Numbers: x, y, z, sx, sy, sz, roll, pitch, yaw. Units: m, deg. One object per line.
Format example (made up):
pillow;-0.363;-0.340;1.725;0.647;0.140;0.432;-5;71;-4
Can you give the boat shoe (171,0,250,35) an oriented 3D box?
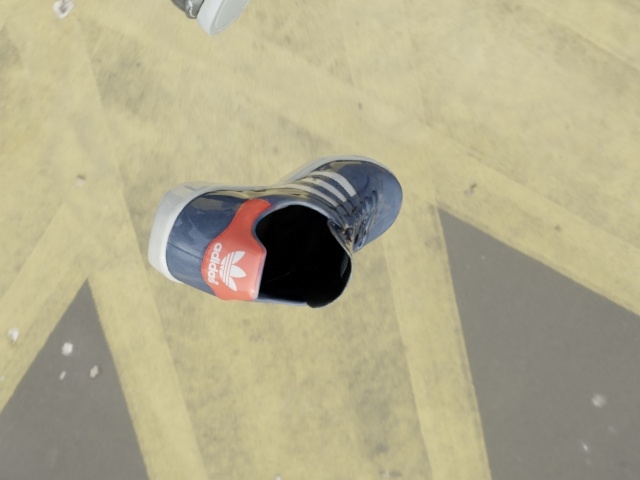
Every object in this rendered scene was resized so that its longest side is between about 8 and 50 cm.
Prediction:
boat shoe;-0.074;-0.362;1.124;0.091;0.109;0.305;38;117;9

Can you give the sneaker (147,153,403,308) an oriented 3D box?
sneaker;0.000;0.000;1.079;0.148;0.350;0.131;25;116;34
